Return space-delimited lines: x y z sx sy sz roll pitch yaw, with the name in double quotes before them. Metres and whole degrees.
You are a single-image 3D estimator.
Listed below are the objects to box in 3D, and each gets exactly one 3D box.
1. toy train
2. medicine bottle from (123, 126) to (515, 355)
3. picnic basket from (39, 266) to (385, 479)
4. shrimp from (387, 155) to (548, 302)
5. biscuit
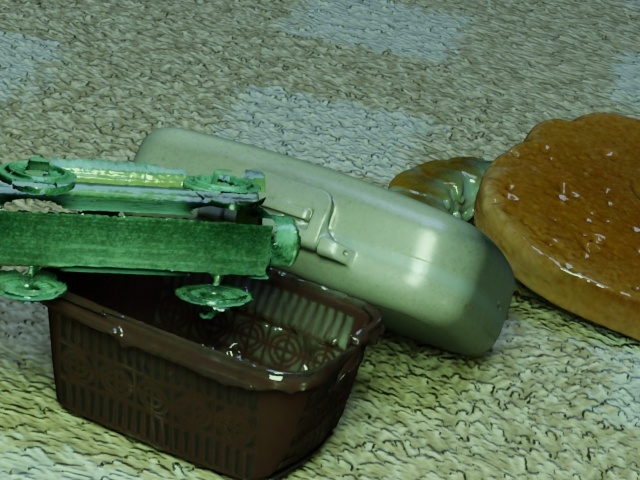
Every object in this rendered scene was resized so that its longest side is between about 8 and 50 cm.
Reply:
"toy train" -0.173 -0.024 1.685 0.307 0.126 0.189 2 23 -14
"medicine bottle" 0.000 0.000 1.921 0.375 0.123 0.282 19 -6 20
"picnic basket" -0.106 0.103 1.743 0.296 0.129 0.222 19 25 22
"shrimp" 0.163 -0.027 2.207 0.185 0.068 0.287 9 24 -3
"biscuit" 0.360 -0.023 2.205 0.350 0.078 0.455 41 37 25
